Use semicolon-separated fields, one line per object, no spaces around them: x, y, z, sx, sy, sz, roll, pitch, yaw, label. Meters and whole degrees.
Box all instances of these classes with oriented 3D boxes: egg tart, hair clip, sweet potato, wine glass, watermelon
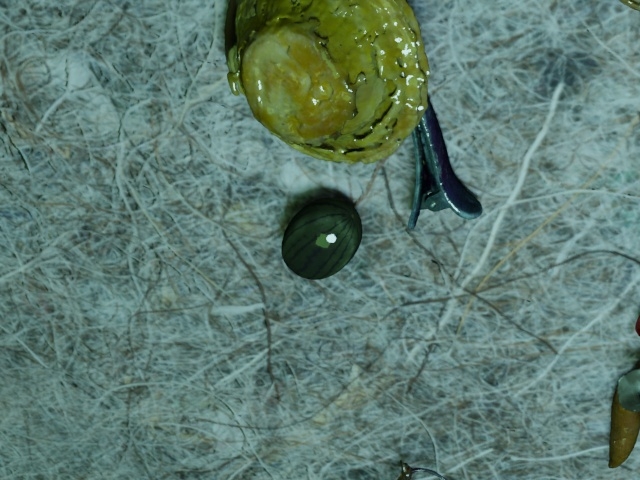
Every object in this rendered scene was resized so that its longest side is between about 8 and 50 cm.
-0.006;-0.174;1.786;0.241;0.106;0.241;18;129;24;egg tart
0.090;-0.136;1.854;0.083;0.048;0.275;-7;119;25;hair clip
0.346;0.185;2.019;0.044;0.044;0.179;14;126;6;sweet potato
0.392;0.214;1.988;0.066;0.066;0.198;-14;137;26;wine glass
0.000;0.000;1.960;0.078;0.078;0.111;32;130;-9;watermelon

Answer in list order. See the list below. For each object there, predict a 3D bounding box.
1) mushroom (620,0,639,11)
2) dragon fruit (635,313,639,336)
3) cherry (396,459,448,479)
0.365;-0.262;1.637;0.212;0.088;0.097;-13;154;32;mushroom
0.431;0.118;1.939;0.192;0.122;0.092;27;90;0;dragon fruit
0.188;0.336;2.160;0.225;0.090;0.107;25;144;8;cherry
